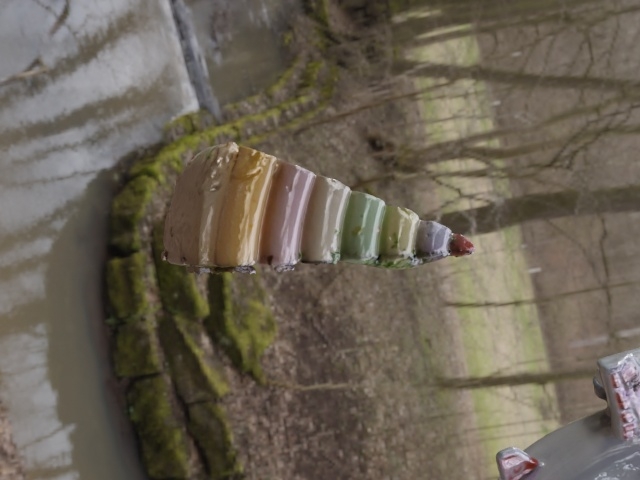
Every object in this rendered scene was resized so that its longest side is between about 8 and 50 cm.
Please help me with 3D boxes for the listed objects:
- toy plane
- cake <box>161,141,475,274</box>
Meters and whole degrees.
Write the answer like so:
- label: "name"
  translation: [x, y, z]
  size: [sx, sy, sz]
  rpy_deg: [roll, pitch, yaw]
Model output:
- label: "toy plane"
  translation: [0.255, 0.206, 0.783]
  size: [0.118, 0.252, 0.252]
  rpy_deg: [-139, -150, -63]
- label: "cake"
  translation: [0.000, -0.022, 0.677]
  size: [0.109, 0.225, 0.090]
  rpy_deg: [-1, -91, 62]
